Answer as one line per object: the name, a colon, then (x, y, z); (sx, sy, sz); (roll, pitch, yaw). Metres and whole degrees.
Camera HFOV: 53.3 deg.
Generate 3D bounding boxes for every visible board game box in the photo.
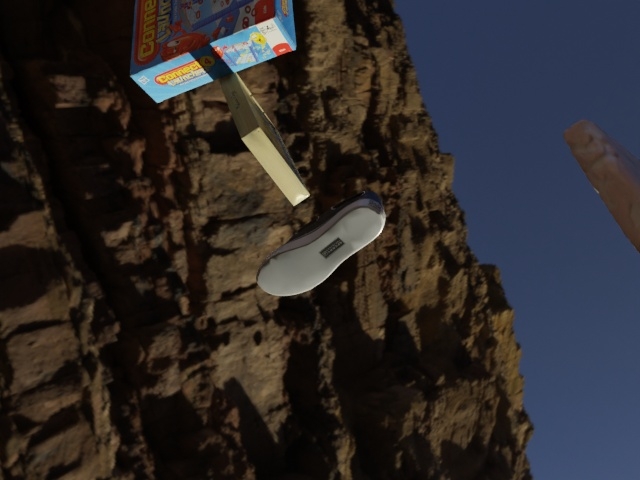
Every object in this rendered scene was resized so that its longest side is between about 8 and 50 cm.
board game box: (-0.207, -0.452, 1.217); (0.301, 0.086, 0.309); (-16, -120, 18)

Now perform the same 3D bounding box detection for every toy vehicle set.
toy vehicle set: (-0.107, -0.194, 1.154); (0.035, 0.166, 0.267); (-33, -142, 6)

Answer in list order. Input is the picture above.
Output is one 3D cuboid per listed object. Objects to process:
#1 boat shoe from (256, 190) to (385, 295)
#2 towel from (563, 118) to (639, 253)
boat shoe: (0.000, 0.000, 0.943); (0.228, 0.076, 0.080); (-38, -71, 26)
towel: (0.468, 0.014, 0.824); (0.053, 0.316, 0.332); (-42, -126, 28)
